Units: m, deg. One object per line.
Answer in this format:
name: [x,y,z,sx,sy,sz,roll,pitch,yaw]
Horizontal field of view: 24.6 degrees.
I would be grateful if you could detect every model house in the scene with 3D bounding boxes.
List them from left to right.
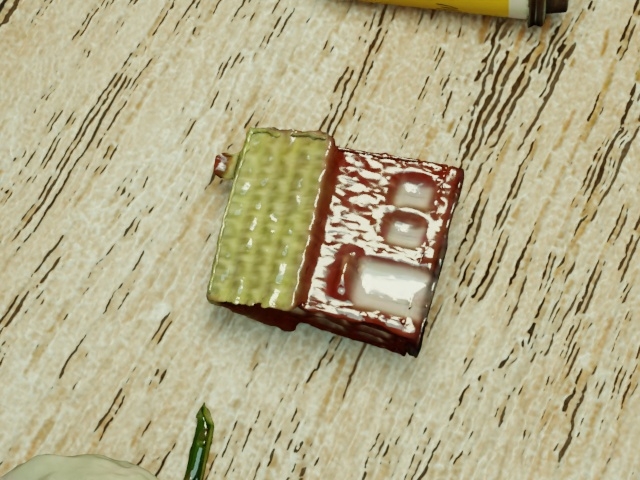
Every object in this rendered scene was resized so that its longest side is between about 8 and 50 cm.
model house: [0.000,0.000,1.513,0.254,0.160,0.196,14,80,3]

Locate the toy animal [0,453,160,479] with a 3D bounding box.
toy animal: [-0.180,0.305,1.465,0.188,0.308,0.266,-44,115,-36]

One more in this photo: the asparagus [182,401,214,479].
asparagus: [-0.128,0.223,1.538,0.021,0.025,0.108,10,80,11]

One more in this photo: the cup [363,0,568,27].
cup: [0.137,-0.324,1.562,0.280,0.196,0.196,1,80,7]
